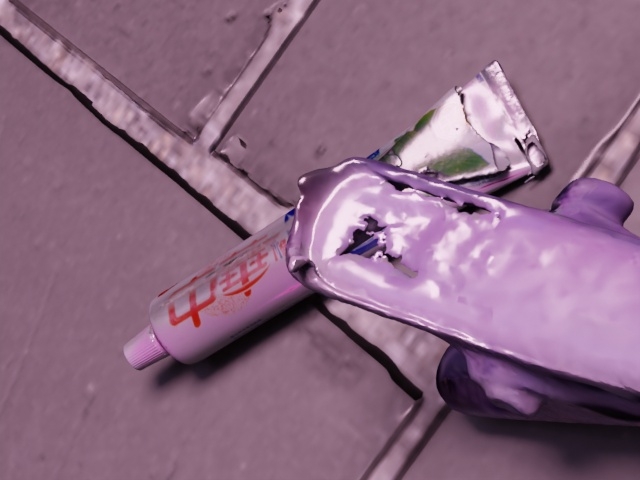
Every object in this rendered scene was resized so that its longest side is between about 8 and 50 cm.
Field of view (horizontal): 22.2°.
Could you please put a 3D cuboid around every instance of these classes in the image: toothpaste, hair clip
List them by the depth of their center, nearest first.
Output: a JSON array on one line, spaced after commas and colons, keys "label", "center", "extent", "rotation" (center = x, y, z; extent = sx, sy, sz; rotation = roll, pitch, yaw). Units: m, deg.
[{"label": "hair clip", "center": [0.123, 0.026, 0.420], "extent": [0.278, 0.090, 0.137], "rotation": [17, 77, 37]}, {"label": "toothpaste", "center": [0.000, 0.000, 0.566], "extent": [0.170, 0.028, 0.045], "rotation": [-32, 58, 18]}]
